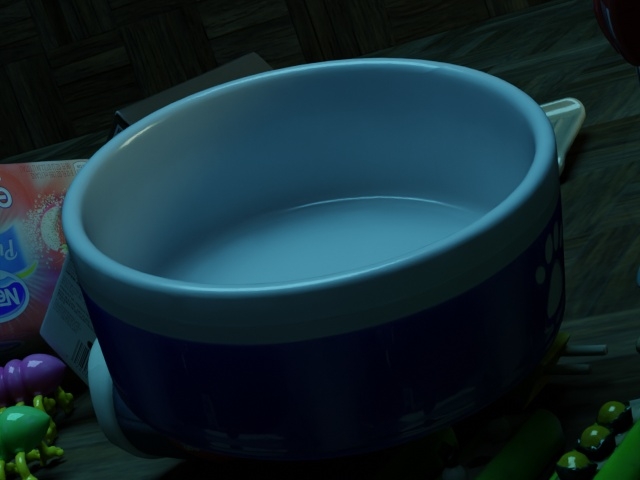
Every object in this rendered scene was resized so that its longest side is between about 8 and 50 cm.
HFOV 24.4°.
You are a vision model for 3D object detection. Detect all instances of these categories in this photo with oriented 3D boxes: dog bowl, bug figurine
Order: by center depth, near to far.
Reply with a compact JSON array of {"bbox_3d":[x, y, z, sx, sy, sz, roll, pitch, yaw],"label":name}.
[{"bbox_3d":[0.000,0.000,0.810,0.265,0.104,0.265,-8,30,5],"label":"dog bowl"},{"bbox_3d":[-0.287,0.148,1.072,0.216,0.072,0.279,-19,12,2],"label":"bug figurine"}]

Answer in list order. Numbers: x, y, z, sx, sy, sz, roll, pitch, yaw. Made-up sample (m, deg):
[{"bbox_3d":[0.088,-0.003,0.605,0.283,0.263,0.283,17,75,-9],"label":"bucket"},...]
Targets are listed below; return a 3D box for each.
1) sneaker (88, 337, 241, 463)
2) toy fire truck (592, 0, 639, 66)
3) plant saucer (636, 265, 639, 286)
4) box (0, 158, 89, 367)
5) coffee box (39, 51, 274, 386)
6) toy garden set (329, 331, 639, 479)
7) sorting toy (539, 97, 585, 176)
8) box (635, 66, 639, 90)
[{"bbox_3d":[0.023,0.044,0.969,0.148,0.131,0.350,5,31,46],"label":"sneaker"},{"bbox_3d":[0.208,-0.133,0.653,0.192,0.047,0.135,-15,18,4],"label":"toy fire truck"},{"bbox_3d":[0.266,0.002,0.986,0.119,0.021,0.119,-18,12,4],"label":"plant saucer"},{"bbox_3d":[-0.313,0.035,1.188,0.142,0.154,0.300,-27,-13,39],"label":"box"},{"bbox_3d":[-0.097,-0.001,1.072,0.141,0.098,0.246,-31,-22,-42],"label":"coffee box"},{"bbox_3d":[0.130,0.085,0.765,0.244,0.049,0.204,-10,15,36],"label":"toy garden set"},{"bbox_3d":[0.162,-0.074,1.463,0.193,0.038,0.208,-15,17,21],"label":"sorting toy"},{"bbox_3d":[0.356,-0.062,0.691,0.290,0.177,0.279,-26,21,-31],"label":"box"}]
